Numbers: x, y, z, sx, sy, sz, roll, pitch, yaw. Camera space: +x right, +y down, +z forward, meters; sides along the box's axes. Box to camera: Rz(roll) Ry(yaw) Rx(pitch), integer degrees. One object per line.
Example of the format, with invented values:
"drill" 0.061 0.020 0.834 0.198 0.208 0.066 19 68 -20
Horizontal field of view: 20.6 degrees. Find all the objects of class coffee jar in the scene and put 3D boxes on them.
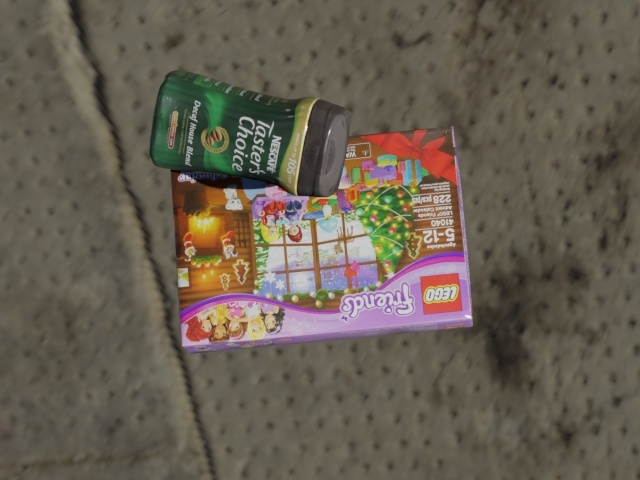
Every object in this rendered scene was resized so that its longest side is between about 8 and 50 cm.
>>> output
"coffee jar" -0.065 -0.100 1.683 0.184 0.079 0.096 11 103 8

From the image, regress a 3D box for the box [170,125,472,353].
"box" 0.000 0.000 1.783 0.293 0.057 0.201 -6 78 4
